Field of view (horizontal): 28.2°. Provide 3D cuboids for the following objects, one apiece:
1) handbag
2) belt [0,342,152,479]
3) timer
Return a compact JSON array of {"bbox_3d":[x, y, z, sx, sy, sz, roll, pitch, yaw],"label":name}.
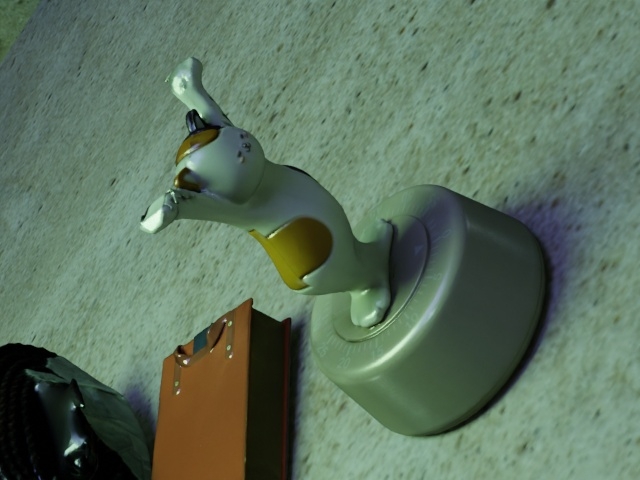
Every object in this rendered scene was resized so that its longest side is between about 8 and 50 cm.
[{"bbox_3d":[-0.081,0.153,1.047,0.127,0.063,0.190,-37,39,34],"label":"handbag"},{"bbox_3d":[-0.239,0.202,1.107,0.164,0.184,0.289,-58,28,16],"label":"belt"},{"bbox_3d":[0.000,0.000,0.850,0.175,0.266,0.175,-37,35,32],"label":"timer"}]
